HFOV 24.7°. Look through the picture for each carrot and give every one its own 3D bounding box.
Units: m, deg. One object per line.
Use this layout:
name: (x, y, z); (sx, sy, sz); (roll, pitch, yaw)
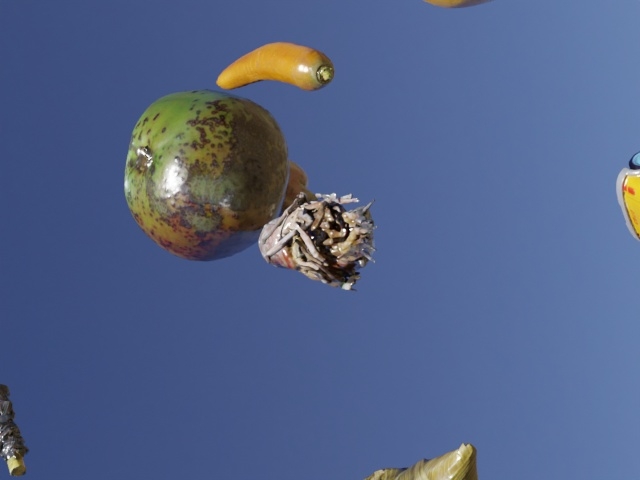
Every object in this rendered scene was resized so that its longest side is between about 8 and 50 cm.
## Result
carrot: (-0.070, -0.245, 2.054); (0.066, 0.271, 0.062); (43, -110, -36)

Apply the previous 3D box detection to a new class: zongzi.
zongzi: (0.198, 0.385, 1.888); (0.286, 0.288, 0.134); (38, -133, -8)

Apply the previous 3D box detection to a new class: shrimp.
shrimp: (0.006, -0.004, 1.867); (0.145, 0.343, 0.117); (19, -99, -15)

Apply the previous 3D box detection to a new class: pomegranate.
pomegranate: (-0.138, -0.094, 2.303); (0.340, 0.285, 0.285); (13, -109, -41)

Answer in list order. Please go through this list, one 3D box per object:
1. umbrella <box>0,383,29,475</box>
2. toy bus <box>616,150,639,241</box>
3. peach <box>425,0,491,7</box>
umbrella: (-0.398, 0.239, 1.857); (0.144, 0.037, 0.040); (60, 176, 43)
toy bus: (0.495, -0.072, 1.854); (0.209, 0.136, 0.126); (-33, -59, -12)
peach: (0.098, -0.227, 1.016); (0.138, 0.138, 0.138); (27, -120, -60)
